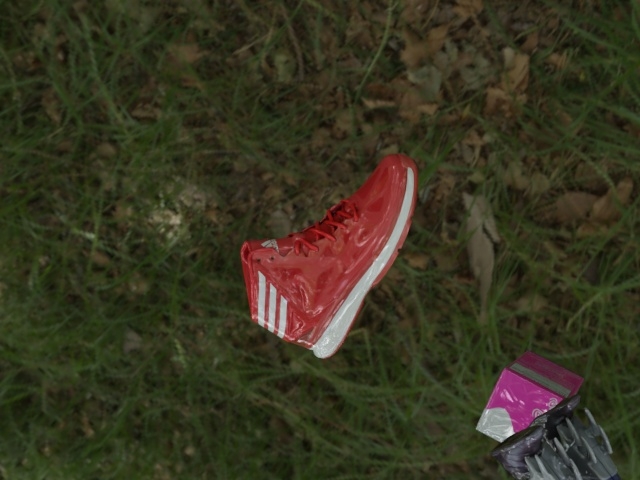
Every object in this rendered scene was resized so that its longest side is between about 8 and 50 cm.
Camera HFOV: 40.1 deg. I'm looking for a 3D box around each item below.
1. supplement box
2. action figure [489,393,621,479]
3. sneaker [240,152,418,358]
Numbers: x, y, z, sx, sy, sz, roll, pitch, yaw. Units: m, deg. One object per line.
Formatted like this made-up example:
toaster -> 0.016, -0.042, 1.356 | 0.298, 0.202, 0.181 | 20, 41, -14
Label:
supplement box -> 0.345, 0.263, 1.428 | 0.114, 0.220, 0.111 | 27, 101, 21
action figure -> 0.256, 0.273, 0.722 | 0.285, 0.185, 0.099 | 56, 144, 13
sneaker -> 0.000, 0.000, 0.857 | 0.128, 0.087, 0.221 | 23, 95, -18
